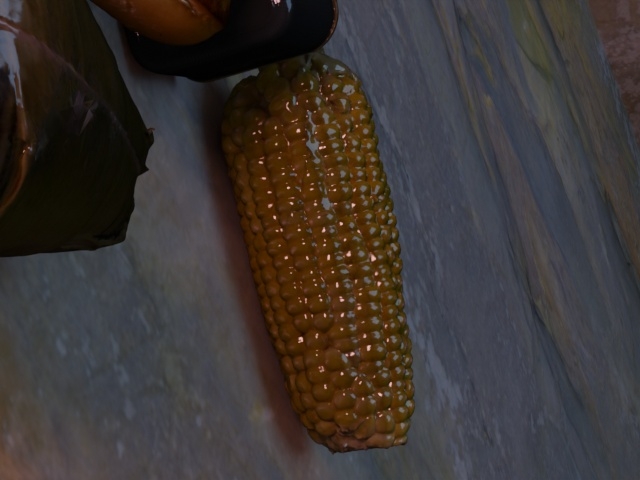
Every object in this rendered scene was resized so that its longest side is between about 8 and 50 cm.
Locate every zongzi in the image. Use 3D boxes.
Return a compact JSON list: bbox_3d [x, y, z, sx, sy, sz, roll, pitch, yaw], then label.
[{"bbox_3d":[-0.163,-0.140,0.823,0.274,0.145,0.300,-2,99,-74],"label":"zongzi"}]

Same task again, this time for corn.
[{"bbox_3d":[0.000,0.000,1.317,0.130,0.130,0.347,-15,94,-71],"label":"corn"}]

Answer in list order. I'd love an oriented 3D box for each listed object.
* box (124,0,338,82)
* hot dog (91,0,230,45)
[{"bbox_3d":[-0.082,-0.224,1.199,0.090,0.144,0.201,-12,90,-68],"label":"box"},{"bbox_3d":[-0.165,-0.230,1.009,0.337,0.100,0.135,42,37,-40],"label":"hot dog"}]
